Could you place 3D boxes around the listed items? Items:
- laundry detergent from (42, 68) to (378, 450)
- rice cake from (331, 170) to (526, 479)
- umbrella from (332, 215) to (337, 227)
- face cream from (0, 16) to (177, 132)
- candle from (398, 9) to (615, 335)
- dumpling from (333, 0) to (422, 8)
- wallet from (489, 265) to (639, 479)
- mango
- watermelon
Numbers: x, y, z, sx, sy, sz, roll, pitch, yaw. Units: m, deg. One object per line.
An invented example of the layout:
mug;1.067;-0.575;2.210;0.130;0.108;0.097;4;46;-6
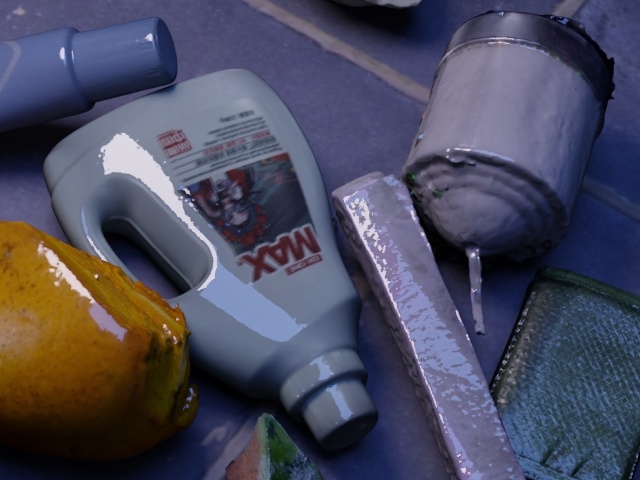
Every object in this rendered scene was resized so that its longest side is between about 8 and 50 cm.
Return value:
laundry detergent;-0.081;0.033;1.845;0.264;0.125;0.398;-21;63;-21
rice cake;0.104;0.089;1.815;0.072;0.056;0.365;-17;63;-13
umbrella;0.002;-0.001;1.938;0.031;0.020;0.083;21;50;-33
face cream;-0.335;-0.152;1.913;0.385;0.086;0.136;-11;55;12
candle;0.177;-0.068;1.910;0.187;0.187;0.330;18;57;5
dumpling;0.022;-0.335;2.099;0.162;0.132;0.250;-25;62;-26
wallet;0.248;0.146;1.849;0.160;0.055;0.236;19;60;11
mango;-0.280;0.079;1.743;0.350;0.201;0.199;18;45;15
watermelon;-0.039;0.256;1.744;0.101;0.080;0.155;27;45;-32
